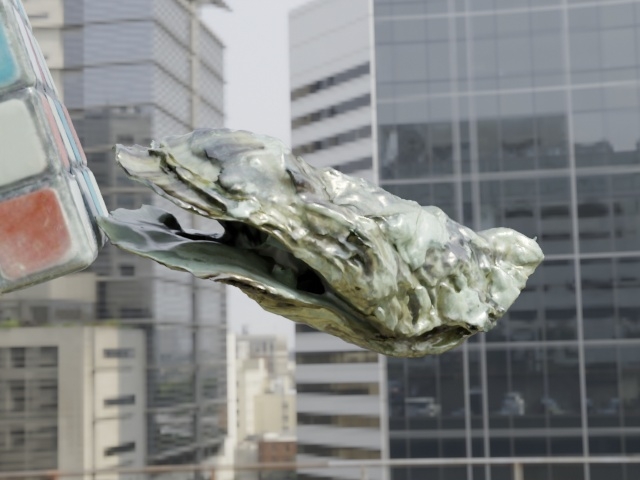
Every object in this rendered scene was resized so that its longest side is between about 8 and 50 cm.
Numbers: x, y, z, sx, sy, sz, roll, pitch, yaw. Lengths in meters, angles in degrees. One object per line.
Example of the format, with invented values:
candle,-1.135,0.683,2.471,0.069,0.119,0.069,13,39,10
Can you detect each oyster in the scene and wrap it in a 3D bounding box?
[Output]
oyster,0.005,0.003,0.865,0.350,0.158,0.162,11,36,-14

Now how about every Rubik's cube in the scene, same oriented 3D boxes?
Rubik's cube,-0.318,-0.068,0.843,0.258,0.256,0.253,-21,5,-8
